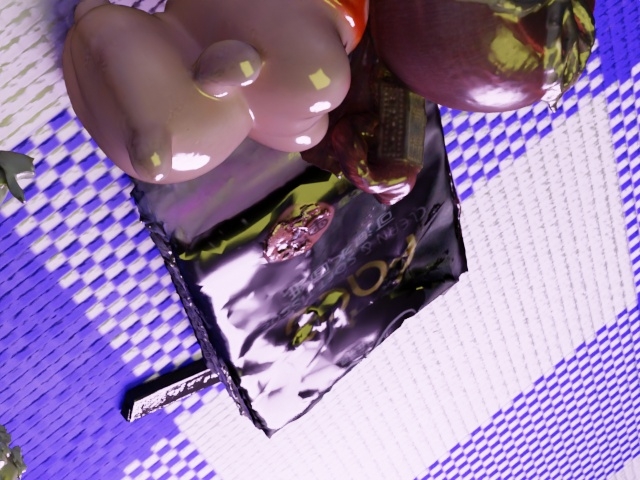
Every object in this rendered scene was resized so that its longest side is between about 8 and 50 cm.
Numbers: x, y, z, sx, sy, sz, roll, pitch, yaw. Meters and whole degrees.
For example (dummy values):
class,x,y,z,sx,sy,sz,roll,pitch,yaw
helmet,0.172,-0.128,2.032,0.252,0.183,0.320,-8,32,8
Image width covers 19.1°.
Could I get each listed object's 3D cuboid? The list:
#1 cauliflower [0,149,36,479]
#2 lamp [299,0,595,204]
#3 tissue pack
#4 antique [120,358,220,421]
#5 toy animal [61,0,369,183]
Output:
class,x,y,z,sx,sy,sz,roll,pitch,yaw
cauliflower,-0.305,0.082,1.151,0.260,0.281,0.327,4,159,-26
lamp,0.096,-0.139,1.269,0.151,0.215,0.223,14,162,-23
tissue pack,0.000,0.000,1.492,0.245,0.123,0.332,-33,152,-10
antique,-0.089,0.111,1.657,0.192,0.015,0.031,-23,148,-32
toy animal,-0.060,-0.121,1.206,0.198,0.171,0.171,-31,152,-11
